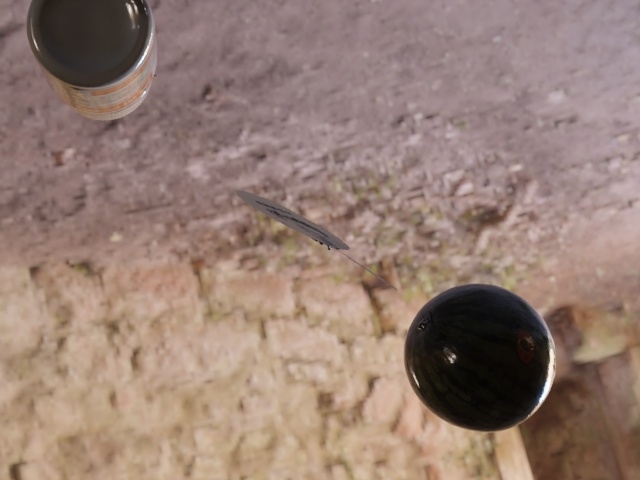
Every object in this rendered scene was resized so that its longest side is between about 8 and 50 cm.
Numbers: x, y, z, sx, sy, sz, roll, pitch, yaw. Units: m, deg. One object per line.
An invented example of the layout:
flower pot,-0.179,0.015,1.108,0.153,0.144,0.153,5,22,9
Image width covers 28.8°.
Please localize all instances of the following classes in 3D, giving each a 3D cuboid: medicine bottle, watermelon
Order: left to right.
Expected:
medicine bottle,-0.262,-0.225,1.466,0.144,0.144,0.252,-11,179,-7
watermelon,0.219,0.161,1.733,0.212,0.212,0.212,-12,162,-4

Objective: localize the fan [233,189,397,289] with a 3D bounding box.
fan,0.000,0.001,1.752,0.191,0.329,0.009,20,100,-49
